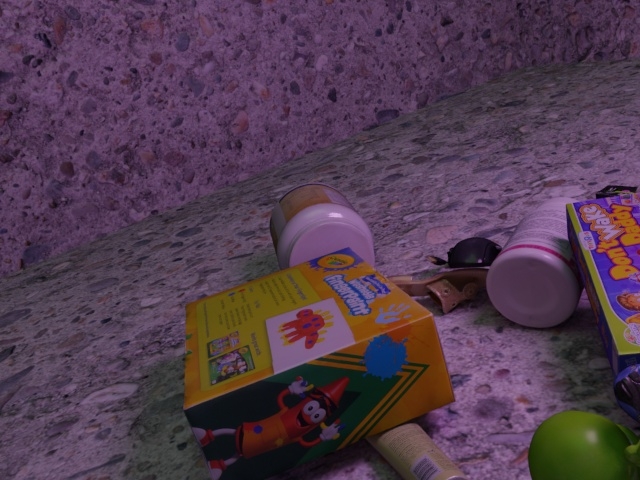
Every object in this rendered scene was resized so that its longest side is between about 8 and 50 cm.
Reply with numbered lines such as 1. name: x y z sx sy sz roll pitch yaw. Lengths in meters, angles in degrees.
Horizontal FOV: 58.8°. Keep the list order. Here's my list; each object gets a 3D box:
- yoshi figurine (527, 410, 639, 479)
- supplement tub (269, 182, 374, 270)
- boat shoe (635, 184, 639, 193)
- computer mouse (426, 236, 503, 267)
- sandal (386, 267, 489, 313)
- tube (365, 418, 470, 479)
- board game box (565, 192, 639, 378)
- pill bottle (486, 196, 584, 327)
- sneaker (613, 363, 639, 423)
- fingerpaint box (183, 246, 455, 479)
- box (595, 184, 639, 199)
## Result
1. yoshi figurine: 0.300 0.289 0.524 0.204 0.202 0.362 -20 18 6
2. supplement tub: 0.000 0.000 1.385 0.229 0.228 0.316 -17 22 -4
3. boat shoe: 0.844 -0.113 1.300 0.228 0.079 0.081 -1 18 18
4. computer mouse: 0.305 0.025 1.216 0.184 0.060 0.262 -3 -1 33
5. sandal: 0.245 0.115 1.171 0.240 0.088 0.079 -5 56 21
6. tube: 0.127 0.297 0.810 0.070 0.062 0.240 24 2 -23
7. board game box: 0.512 0.052 0.820 0.234 0.078 0.347 -9 34 17
8. pill bottle: 0.440 0.029 1.100 0.160 0.160 0.283 0 27 35
9. sneaker: 0.377 0.177 0.620 0.221 0.083 0.087 18 -24 -35
10. fingerpaint box: -0.037 0.188 1.001 0.371 0.163 0.445 -20 16 -9
11. box: 0.719 -0.097 1.368 0.062 0.052 0.083 -28 23 -28
